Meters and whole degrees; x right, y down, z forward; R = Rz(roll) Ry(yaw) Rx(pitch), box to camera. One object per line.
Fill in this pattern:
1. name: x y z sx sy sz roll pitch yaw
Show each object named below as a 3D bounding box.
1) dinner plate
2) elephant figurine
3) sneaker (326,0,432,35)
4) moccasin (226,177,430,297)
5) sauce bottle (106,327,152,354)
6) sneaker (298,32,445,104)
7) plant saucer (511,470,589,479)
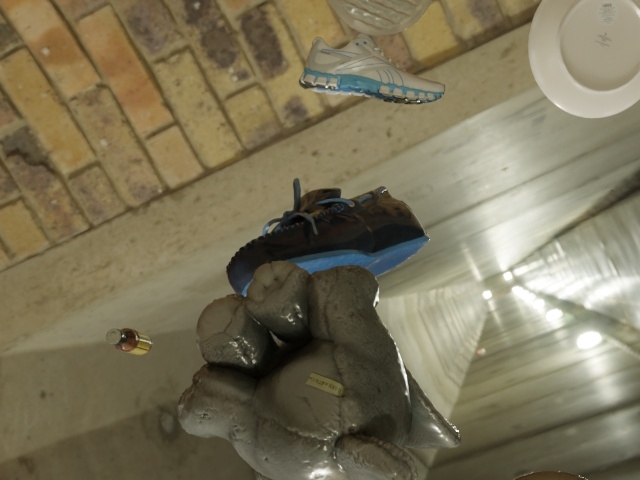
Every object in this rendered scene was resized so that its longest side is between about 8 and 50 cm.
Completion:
1. dinner plate: 0.268 -0.189 0.691 0.141 0.141 0.017 64 176 -11
2. elephant figurine: 0.019 0.131 0.544 0.239 0.169 0.186 58 -149 -48
3. sneaker: 0.043 -0.290 0.482 0.161 0.102 0.282 -61 -33 -61
4. moccasin: 0.000 0.000 0.858 0.342 0.138 0.117 -9 -117 -58
5. sauce bottle: -0.323 0.167 1.217 0.128 0.042 0.042 68 -179 -73
6. sneaker: 0.071 -0.226 0.939 0.071 0.190 0.083 -41 -39 -88
7. plant saucer: 0.160 0.298 0.477 0.278 0.041 0.278 15 -116 -33
